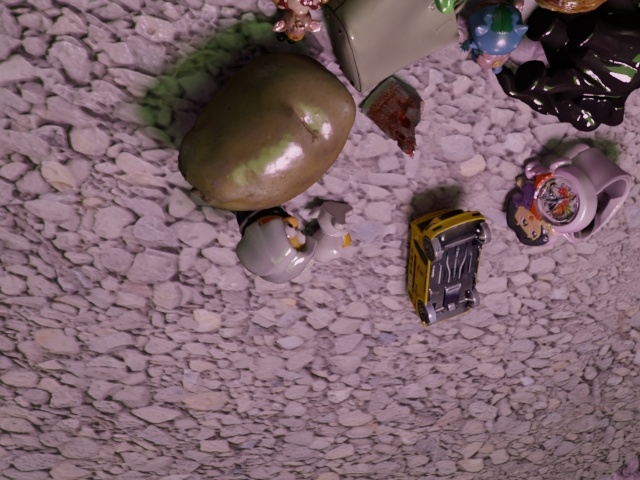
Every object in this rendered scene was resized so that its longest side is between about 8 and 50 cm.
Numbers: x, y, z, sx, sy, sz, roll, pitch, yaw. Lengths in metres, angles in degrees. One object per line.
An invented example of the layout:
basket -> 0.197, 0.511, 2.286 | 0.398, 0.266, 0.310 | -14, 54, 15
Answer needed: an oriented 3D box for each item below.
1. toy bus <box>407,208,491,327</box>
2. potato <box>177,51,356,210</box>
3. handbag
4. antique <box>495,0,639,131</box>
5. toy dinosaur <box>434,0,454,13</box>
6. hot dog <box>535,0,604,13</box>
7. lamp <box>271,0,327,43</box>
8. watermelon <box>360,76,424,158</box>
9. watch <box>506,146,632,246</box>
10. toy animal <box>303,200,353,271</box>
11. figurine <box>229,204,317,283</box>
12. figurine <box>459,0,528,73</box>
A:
toy bus -> 0.279, 0.044, 2.217 | 0.144, 0.152, 0.330 | -18, 140, -15
potato -> -0.095, -0.186, 1.763 | 0.326, 0.221, 0.243 | -46, 145, 7
handbag -> 0.171, -0.405, 1.749 | 0.315, 0.109, 0.241 | -26, 147, -5
antique -> 0.531, -0.354, 1.912 | 0.255, 0.185, 0.322 | 22, 132, -38
toy dinosaur -> 0.226, -0.655, 1.533 | 0.374, 0.144, 0.500 | -35, 123, 3
hot dog -> 0.470, -0.531, 1.710 | 0.196, 0.122, 0.272 | 25, 121, 4
lamp -> -0.040, -0.421, 1.638 | 0.118, 0.118, 0.253 | -5, 133, -21
watermelon -> 0.148, -0.246, 1.892 | 0.121, 0.158, 0.098 | 26, 122, -10
watch -> 0.566, -0.096, 2.226 | 0.231, 0.196, 0.244 | -16, 142, -42
toy animal -> 0.000, 0.000, 2.106 | 0.127, 0.131, 0.182 | 22, 118, -1
figurine -> -0.098, -0.018, 1.915 | 0.133, 0.236, 0.176 | -44, 133, 19
figurine -> 0.325, -0.397, 1.845 | 0.114, 0.145, 0.178 | 11, 158, 5
